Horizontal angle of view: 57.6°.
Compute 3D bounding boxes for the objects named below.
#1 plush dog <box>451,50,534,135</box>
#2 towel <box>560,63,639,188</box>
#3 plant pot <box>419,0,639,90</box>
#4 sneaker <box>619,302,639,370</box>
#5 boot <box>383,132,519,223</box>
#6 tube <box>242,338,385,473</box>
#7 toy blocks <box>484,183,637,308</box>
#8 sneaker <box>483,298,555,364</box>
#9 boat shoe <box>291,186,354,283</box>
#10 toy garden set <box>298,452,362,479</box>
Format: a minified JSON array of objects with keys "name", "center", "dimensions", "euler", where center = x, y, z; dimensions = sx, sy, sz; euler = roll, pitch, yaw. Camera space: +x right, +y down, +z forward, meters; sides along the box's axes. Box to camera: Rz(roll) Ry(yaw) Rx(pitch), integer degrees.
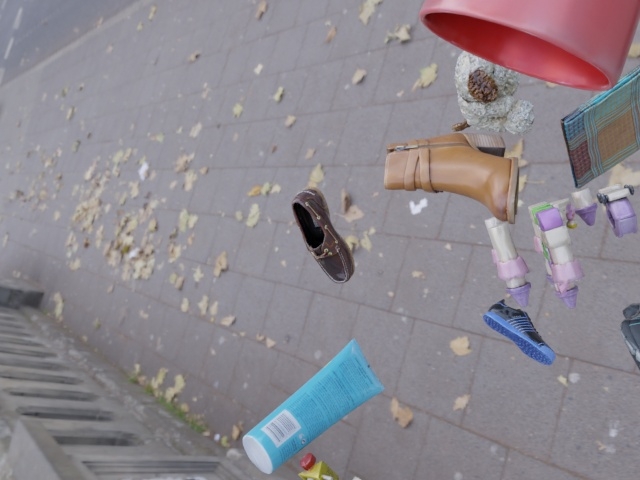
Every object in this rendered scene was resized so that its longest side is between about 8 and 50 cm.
[{"name":"plush dog","center":[0.412,-0.394,1.499],"dimensions":[0.211,0.225,0.262],"euler":[-18,49,19]},{"name":"towel","center":[0.830,-0.329,1.576],"dimensions":[0.370,0.271,0.040],"euler":[-35,40,1]},{"name":"plant pot","center":[0.295,-0.350,0.731],"dimensions":[0.275,0.275,0.243],"euler":[38,110,49]},{"name":"sneaker","center":[0.543,0.144,0.919],"dimensions":[0.106,0.267,0.101],"euler":[-28,91,30]},{"name":"boot","center":[0.221,-0.114,1.014],"dimensions":[0.283,0.220,0.109],"euler":[-84,-10,-53]},{"name":"tube","center":[-0.003,0.209,0.739],"dimensions":[0.052,0.207,0.080],"euler":[-29,90,53]},{"name":"toy blocks","center":[0.565,0.040,1.350],"dimensions":[0.309,0.288,0.259],"euler":[-19,92,15]},{"name":"sneaker","center":[0.591,0.259,1.688],"dimensions":[0.090,0.081,0.232],"euler":[-40,60,-20]},{"name":"boat shoe","center":[0.000,0.000,1.128],"dimensions":[0.073,0.206,0.073],"euler":[-19,18,29]},{"name":"toy garden set","center":[0.074,0.428,0.897],"dimensions":[0.049,0.203,0.244],"euler":[-48,14,-25]}]
